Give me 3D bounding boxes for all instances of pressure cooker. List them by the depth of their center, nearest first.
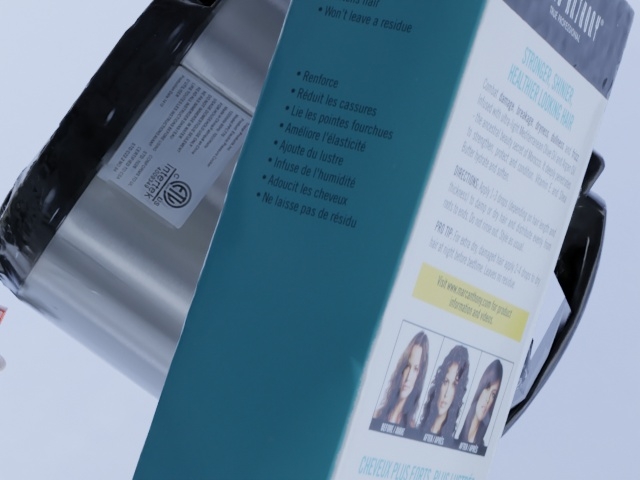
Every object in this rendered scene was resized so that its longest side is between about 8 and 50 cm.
[{"bbox_3d":[-0.001,0.002,1.223,0.370,0.420,0.375,-51,-174,43],"label":"pressure cooker"}]

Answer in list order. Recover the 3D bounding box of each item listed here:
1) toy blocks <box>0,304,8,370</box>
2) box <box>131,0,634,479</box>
[{"bbox_3d":[-0.302,0.076,1.281,0.054,0.123,0.148,30,-76,34],"label":"toy blocks"},{"bbox_3d":[0.012,0.027,0.439,0.060,0.100,0.244,16,-94,30],"label":"box"}]
